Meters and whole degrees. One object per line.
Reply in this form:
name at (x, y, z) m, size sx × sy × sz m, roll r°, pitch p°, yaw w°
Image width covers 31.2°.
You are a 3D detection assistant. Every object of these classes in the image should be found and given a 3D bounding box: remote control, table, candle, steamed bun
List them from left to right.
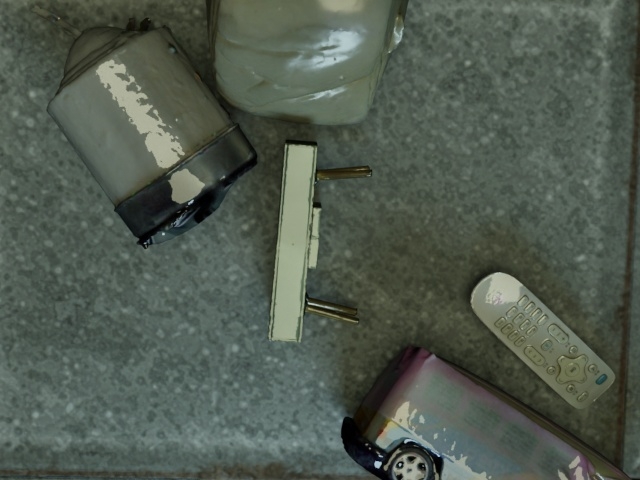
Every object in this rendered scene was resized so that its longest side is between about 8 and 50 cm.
candle at (-0.228, -0.165, 1.372) m, size 0.187 × 0.187 × 0.330 m, roll -35°, pitch 95°, yaw 4°
steamed bun at (-0.012, -0.327, 1.324) m, size 0.247 × 0.236 × 0.383 m, roll 11°, pitch 97°, yaw 0°
table at (0.000, 0.000, 1.423) m, size 0.111 × 0.121 × 0.240 m, roll 5°, pitch 98°, yaw -1°
remote control at (0.283, 0.125, 1.483) m, size 0.229 × 0.044 × 0.073 m, roll 42°, pitch 98°, yaw -13°

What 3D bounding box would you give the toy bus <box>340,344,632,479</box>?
toy bus at (0.229, 0.283, 1.439) m, size 0.386 × 0.171 × 0.162 m, roll 32°, pitch 92°, yaw -5°
